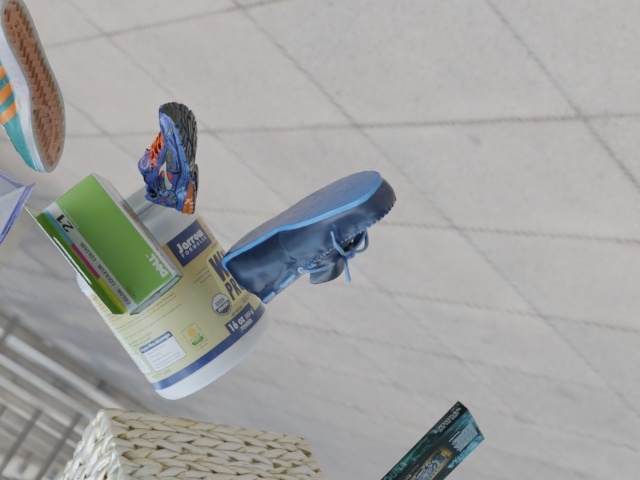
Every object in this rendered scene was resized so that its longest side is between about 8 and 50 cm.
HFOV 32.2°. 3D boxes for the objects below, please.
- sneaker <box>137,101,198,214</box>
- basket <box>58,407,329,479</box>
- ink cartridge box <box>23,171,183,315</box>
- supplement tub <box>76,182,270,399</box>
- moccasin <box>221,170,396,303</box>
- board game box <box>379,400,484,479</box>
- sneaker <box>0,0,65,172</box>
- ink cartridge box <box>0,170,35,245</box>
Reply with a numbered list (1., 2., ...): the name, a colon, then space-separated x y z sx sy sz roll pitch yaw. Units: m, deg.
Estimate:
1. sneaker: -0.225 -0.114 1.617 0.087 0.083 0.221 3 141 -2
2. basket: -0.164 0.407 1.299 0.331 0.328 0.266 14 -150 -36
3. ink cartridge box: -0.289 0.005 1.521 0.189 0.097 0.255 51 176 0
4. supplement tub: -0.253 0.075 1.817 0.316 0.228 0.228 55 158 -9
5. moccasin: 0.000 0.000 1.577 0.117 0.138 0.342 53 143 -10
6. board game box: 0.183 0.358 1.812 0.026 0.186 0.126 40 169 37
7. sneaker: -0.495 -0.246 1.755 0.121 0.108 0.302 3 124 19
8. ink cartridge box: -0.566 -0.008 1.764 0.065 0.186 0.311 31 -167 0
